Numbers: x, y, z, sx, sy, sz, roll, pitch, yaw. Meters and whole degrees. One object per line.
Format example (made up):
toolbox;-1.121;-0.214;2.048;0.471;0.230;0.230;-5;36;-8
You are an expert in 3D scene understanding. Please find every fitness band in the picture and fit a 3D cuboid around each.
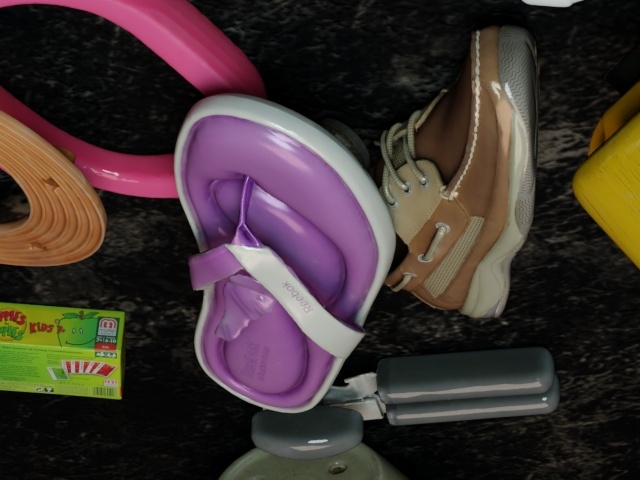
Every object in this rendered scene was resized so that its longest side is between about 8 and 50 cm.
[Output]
fitness band;-0.166;-0.111;1.420;0.209;0.054;0.291;-19;143;30

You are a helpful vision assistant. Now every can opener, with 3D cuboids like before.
can opener;0.078;0.152;1.783;0.280;0.093;0.074;-9;145;10

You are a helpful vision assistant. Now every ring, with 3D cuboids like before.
ring;-0.314;-0.069;1.444;0.336;0.032;0.336;16;159;6

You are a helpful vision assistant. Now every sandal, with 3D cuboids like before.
sandal;-0.035;0.043;1.486;0.169;0.102;0.416;15;150;10

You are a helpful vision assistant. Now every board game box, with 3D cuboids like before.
board game box;-0.268;0.098;1.761;0.181;0.043;0.092;4;147;-3

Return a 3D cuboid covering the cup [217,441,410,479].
cup;-0.002;0.330;1.898;0.331;0.331;0.237;-6;121;13

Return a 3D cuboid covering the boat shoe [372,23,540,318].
boat shoe;0.095;-0.041;1.449;0.116;0.123;0.324;5;146;0

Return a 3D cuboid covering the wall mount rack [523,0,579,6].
wall mount rack;0.014;-0.258;1.113;0.304;0.130;0.350;15;152;24

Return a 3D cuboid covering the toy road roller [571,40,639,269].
toy road roller;0.301;-0.082;1.199;0.202;0.240;0.329;46;135;1

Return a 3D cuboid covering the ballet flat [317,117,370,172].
ballet flat;0.000;0.000;1.548;0.084;0.058;0.250;33;150;19
